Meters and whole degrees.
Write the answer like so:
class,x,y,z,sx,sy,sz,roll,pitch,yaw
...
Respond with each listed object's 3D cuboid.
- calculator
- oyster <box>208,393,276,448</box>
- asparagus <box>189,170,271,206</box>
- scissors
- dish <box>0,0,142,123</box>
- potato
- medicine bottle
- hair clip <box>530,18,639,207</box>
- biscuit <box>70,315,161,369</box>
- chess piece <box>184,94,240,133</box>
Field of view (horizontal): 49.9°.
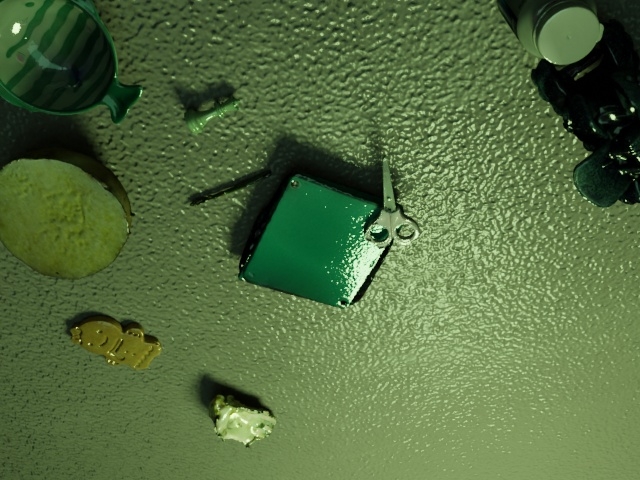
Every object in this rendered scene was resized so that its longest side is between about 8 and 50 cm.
class,x,y,z,sx,sy,sz,roll,pitch,yaw
calculator,0.000,0.000,1.284,0.249,0.058,0.274,16,125,-15
oyster,-0.190,0.415,1.602,0.209,0.072,0.133,20,120,-41
asparagus,-0.162,-0.091,1.237,0.166,0.016,0.013,-21,159,13
scissors,0.121,-0.065,1.199,0.100,0.015,0.188,-7,126,4
dish,-0.385,-0.285,1.037,0.246,0.078,0.224,33,120,-24
potato,-0.438,-0.063,1.188,0.239,0.116,0.299,39,129,-20
medicine bottle,0.318,-0.321,0.961,0.107,0.191,0.107,-1,128,-1
hair clip,0.463,-0.175,1.070,0.194,0.206,0.310,-35,121,24
biscuit,-0.430,0.216,1.459,0.133,0.027,0.184,-35,121,24
chess piece,-0.174,-0.211,1.128,0.093,0.042,0.042,-24,125,10
